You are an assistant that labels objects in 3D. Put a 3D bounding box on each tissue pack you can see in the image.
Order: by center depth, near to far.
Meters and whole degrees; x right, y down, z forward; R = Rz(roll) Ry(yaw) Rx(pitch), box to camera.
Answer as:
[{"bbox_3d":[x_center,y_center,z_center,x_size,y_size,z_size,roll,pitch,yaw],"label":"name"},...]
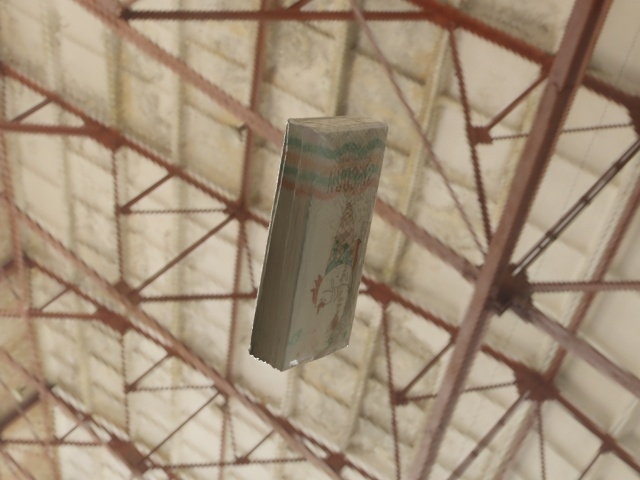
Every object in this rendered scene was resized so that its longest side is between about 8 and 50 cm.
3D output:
[{"bbox_3d":[0.000,0.000,0.473,0.023,0.056,0.108,21,-69,33],"label":"tissue pack"}]
